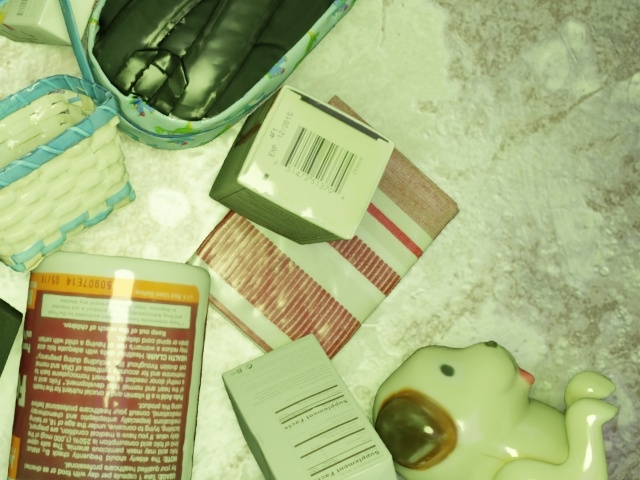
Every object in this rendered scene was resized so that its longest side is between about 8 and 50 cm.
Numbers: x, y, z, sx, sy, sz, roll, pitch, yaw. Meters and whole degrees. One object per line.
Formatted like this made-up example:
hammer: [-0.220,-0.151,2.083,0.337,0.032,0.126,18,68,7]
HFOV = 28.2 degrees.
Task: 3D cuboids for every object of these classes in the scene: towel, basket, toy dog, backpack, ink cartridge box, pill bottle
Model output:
towel: [0.000,0.000,1.718,0.237,0.037,0.329,42,82,-6]
basket: [-0.363,-0.128,1.473,0.254,0.201,0.289,-33,127,-28]
toy dog: [0.238,0.310,1.655,0.395,0.284,0.408,-33,96,26]
backpack: [-0.141,-0.280,1.614,0.290,0.273,0.355,35,61,-8]
ink cartridge box: [-0.365,-0.314,1.617,0.067,0.198,0.115,26,81,-44]
pill bottle: [-0.263,0.217,1.563,0.224,0.224,0.392,6,86,-10]

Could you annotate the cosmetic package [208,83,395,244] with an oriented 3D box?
cosmetic package: [-0.031,-0.084,1.546,0.153,0.296,0.129,27,83,-11]

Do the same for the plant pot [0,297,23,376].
plant pot: [-0.471,0.119,1.561,0.167,0.188,0.187,22,83,-21]

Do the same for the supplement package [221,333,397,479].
supplement package: [-0.009,0.258,1.583,0.133,0.244,0.139,-24,131,-10]
